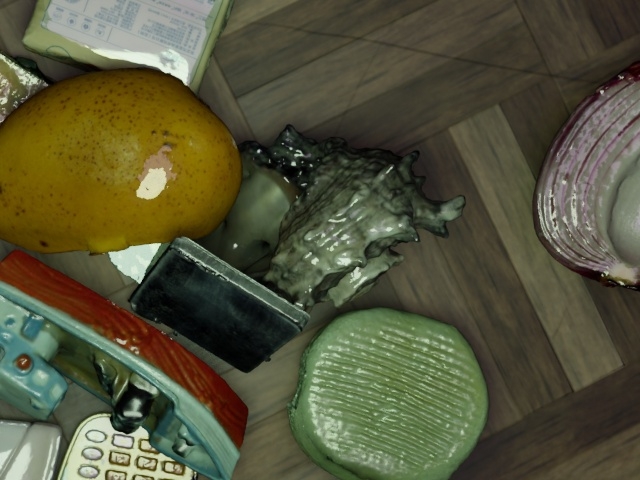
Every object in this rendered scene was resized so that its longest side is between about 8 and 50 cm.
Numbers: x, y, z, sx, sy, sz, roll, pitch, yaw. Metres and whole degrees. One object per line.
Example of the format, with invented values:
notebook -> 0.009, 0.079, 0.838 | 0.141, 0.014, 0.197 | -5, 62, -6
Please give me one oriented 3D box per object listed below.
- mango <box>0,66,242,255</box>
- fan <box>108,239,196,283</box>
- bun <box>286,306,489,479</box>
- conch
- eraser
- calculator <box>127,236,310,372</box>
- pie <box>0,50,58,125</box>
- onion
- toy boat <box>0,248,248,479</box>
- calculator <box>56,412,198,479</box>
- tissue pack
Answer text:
mango -> -0.226, -0.079, 1.827 | 0.290, 0.160, 0.191 | -10, 89, 11
fan -> -0.184, -0.026, 1.951 | 0.131, 0.009, 0.240 | -30, 95, -4
bun -> 0.074, 0.177, 1.942 | 0.221, 0.108, 0.221 | 1, 84, -8
conch -> -0.006, -0.001, 1.854 | 0.313, 0.240, 0.186 | -4, 125, 27
eraser -> -0.395, 0.307, 1.913 | 0.204, 0.059, 0.243 | 8, 88, -7
calculator -> -0.111, 0.073, 1.845 | 0.161, 0.262, 0.021 | 32, 69, -7
pie -> -0.390, -0.136, 1.901 | 0.218, 0.052, 0.185 | 33, 86, -10
onion -> 0.360, -0.083, 1.956 | 0.227, 0.120, 0.283 | 22, 93, -5
toy boat -> -0.227, 0.153, 1.871 | 0.332, 0.145, 0.133 | 31, 64, -2
calculator -> -0.217, 0.300, 1.949 | 0.157, 0.033, 0.236 | 12, 88, -6
tissue pack -> -0.202, -0.240, 1.900 | 0.196, 0.092, 0.148 | 21, 90, -6
